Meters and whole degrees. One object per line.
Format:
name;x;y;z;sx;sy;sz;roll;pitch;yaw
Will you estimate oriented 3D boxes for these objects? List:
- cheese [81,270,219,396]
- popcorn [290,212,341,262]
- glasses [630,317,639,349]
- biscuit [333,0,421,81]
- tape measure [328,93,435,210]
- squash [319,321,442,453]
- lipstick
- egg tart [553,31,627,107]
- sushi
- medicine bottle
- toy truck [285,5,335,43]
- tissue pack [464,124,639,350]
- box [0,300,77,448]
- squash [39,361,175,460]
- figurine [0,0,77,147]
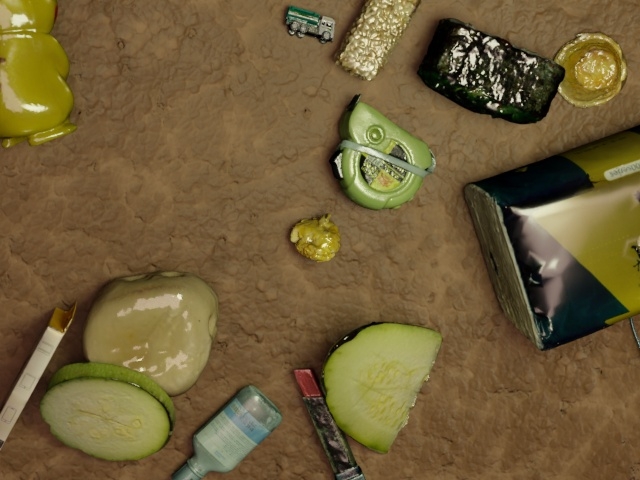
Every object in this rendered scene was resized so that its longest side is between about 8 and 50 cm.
cheese;-0.270;0.155;1.961;0.235;0.117;0.218;-30;103;4
popcorn;0.000;0.000;1.990;0.084;0.084;0.084;-1;100;-6
glasses;0.627;0.148;2.064;0.190;0.088;0.220;-32;102;1
biscuit;0.091;-0.336;1.932;0.082;0.070;0.168;29;94;-14
tape measure;0.095;-0.126;1.960;0.177;0.087;0.154;31;84;-12
squash;0.084;0.239;1.996;0.204;0.155;0.236;23;96;-8
lipstick;0.028;0.350;2.060;0.051;0.051;0.312;-21;100;0
egg tart;0.448;-0.278;1.989;0.129;0.049;0.128;-1;102;-5
sushi;0.270;-0.264;1.936;0.225;0.124;0.127;19;98;-15
medicine bottle;-0.163;0.339;2.036;0.208;0.053;0.090;-44;103;5
toy truck;-0.016;-0.345;1.936;0.083;0.039;0.044;14;85;-7
tissue pack;0.477;-0.029;1.935;0.417;0.253;0.264;-19;102;-4
box;-0.465;0.210;1.945;0.033;0.129;0.247;29;95;-11
squash;-0.341;0.278;1.959;0.219;0.041;0.219;4;133;4
figurine;-0.483;-0.302;1.837;0.169;0.218;0.326;-9;95;-45
